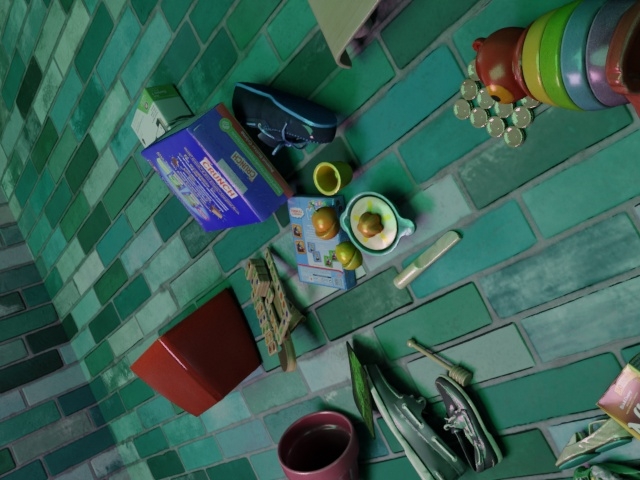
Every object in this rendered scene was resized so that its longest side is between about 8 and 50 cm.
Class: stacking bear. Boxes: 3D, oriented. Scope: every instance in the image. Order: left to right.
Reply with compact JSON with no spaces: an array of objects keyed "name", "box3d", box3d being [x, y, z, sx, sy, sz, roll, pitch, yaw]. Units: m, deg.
[{"name":"stacking bear","box3d":[0.348,-0.257,0.966,0.289,0.175,0.164,14,79,51]}]

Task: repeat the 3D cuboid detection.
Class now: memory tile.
[{"name":"memory tile","box3d":[0.297,-0.234,1.142,0.148,0.012,0.113,39,131,32]}]

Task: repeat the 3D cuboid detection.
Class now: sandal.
[{"name":"sandal","box3d":[-0.072,0.213,1.686,0.088,0.079,0.240,121,142,-51]}]

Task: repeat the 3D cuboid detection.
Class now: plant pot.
[{"name":"plant pot","box3d":[-0.332,0.337,1.911,0.236,0.267,0.267,51,138,2]},{"name":"plant pot","box3d":[0.014,0.556,1.669,0.201,0.201,0.180,10,129,45]}]

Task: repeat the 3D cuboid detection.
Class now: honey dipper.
[{"name":"honey dipper","box3d":[0.241,0.246,1.397,0.160,0.030,0.031,32,128,39]}]

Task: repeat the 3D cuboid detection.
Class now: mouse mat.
[{"name":"mouse mat","box3d":[0.092,0.343,1.551,0.152,0.007,0.190,-126,26,-63]}]

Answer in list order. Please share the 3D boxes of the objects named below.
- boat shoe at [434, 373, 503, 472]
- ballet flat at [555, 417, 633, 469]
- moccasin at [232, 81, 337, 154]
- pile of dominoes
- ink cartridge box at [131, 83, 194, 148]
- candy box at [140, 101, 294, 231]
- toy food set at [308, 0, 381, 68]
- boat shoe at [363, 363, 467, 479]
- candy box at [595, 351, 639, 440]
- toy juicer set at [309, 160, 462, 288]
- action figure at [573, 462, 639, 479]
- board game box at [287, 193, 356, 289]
[{"name":"boat shoe","box3d":[0.284,0.368,1.357,0.206,0.065,0.075,58,164,10]},{"name":"ballet flat","box3d":[0.472,0.349,1.177,0.168,0.057,0.052,-48,42,43]},{"name":"moccasin","box3d":[-0.079,-0.256,1.472,0.342,0.137,0.117,36,120,50]},{"name":"pile of dominoes","box3d":[-0.142,0.157,1.697,0.251,0.040,0.196,-113,32,-43]},{"name":"ink cartridge box","box3d":[-0.409,-0.288,1.838,0.219,0.092,0.160,56,138,16]},{"name":"candy box","box3d":[-0.252,-0.162,1.600,0.268,0.122,0.317,53,153,-19]},{"name":"toy food set","box3d":[0.077,-0.491,1.220,0.306,0.092,0.220,-43,64,51]},{"name":"boat shoe","box3d":[0.199,0.393,1.474,0.319,0.099,0.116,57,175,31]},{"name":"candy box","box3d":[0.543,0.278,1.057,0.186,0.053,0.109,43,134,30]},{"name":"toy juicer set","box3d":[0.099,-0.005,1.371,0.329,0.089,0.209,35,124,23]},{"name":"action figure","box3d":[0.530,0.427,1.123,0.232,0.063,0.137,8,131,51]},{"name":"board game box","box3d":[0.000,0.000,1.549,0.160,0.039,0.212,7,111,46]}]
